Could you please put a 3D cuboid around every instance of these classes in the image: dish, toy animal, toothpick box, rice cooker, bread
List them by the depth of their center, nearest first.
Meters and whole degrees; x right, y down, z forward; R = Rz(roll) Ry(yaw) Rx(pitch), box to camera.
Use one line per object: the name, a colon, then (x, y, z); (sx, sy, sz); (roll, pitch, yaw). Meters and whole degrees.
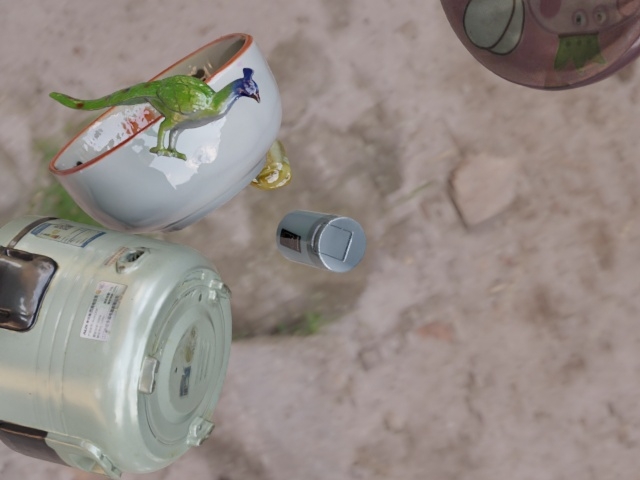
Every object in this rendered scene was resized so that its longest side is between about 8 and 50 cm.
toy animal: (-0.152, -0.106, 1.726); (0.041, 0.217, 0.075); (10, 77, -60)
rice cooker: (-0.216, 0.093, 1.760); (0.226, 0.244, 0.226); (-44, 142, -50)
toothpick box: (0.000, 0.000, 1.775); (0.052, 0.083, 0.052); (-3, 97, -29)
dish: (-0.137, -0.090, 1.902); (0.256, 0.256, 0.117); (-44, 107, -33)
bread: (-0.057, -0.079, 2.053); (0.049, 0.088, 0.033); (-15, 119, -4)

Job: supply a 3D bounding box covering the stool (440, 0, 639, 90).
stool: (0.269, -0.296, 2.010); (0.178, 0.272, 0.272); (-19, 84, -56)
